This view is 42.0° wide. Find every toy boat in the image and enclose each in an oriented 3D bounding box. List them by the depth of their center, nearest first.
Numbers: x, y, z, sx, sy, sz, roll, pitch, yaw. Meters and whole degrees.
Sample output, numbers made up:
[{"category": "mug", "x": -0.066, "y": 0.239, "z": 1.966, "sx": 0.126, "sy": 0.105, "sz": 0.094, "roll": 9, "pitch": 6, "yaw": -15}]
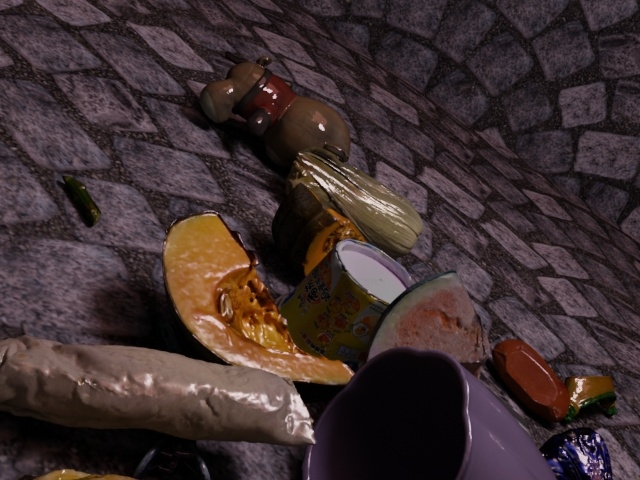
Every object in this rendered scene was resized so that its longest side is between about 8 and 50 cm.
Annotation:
[{"category": "toy boat", "x": 0.527, "y": 0.312, "z": 1.647, "sx": 0.229, "sy": 0.088, "sz": 0.088, "roll": 9, "pitch": 75, "yaw": -46}]

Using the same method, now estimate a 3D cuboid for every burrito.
[{"category": "burrito", "x": -0.192, "y": 0.160, "z": 0.896, "sx": 0.391, "sy": 0.076, "sz": 0.117, "roll": 12, "pitch": 18, "yaw": -18}]

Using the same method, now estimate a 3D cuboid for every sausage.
[{"category": "sausage", "x": 0.389, "y": 0.256, "z": 1.541, "sx": 0.179, "sy": 0.089, "sz": 0.089, "roll": 47, "pitch": 26, "yaw": 17}]

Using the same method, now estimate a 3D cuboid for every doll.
[{"category": "doll", "x": -0.084, "y": -0.257, "z": 1.728, "sx": 0.329, "sy": 0.174, "sz": 0.235, "roll": 34, "pitch": 1, "yaw": -12}]

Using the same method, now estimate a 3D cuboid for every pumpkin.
[{"category": "pumpkin", "x": -0.117, "y": 0.130, "z": 1.071, "sx": 0.312, "sy": 0.148, "sz": 0.169, "roll": 47, "pitch": 43, "yaw": 9}, {"category": "pumpkin", "x": 0.000, "y": 0.004, "z": 1.461, "sx": 0.131, "sy": 0.126, "sz": 0.248, "roll": 43, "pitch": 5, "yaw": 33}]

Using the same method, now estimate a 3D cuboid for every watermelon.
[{"category": "watermelon", "x": 0.137, "y": 0.194, "z": 1.188, "sx": 0.175, "sy": 0.322, "sz": 0.188, "roll": 6, "pitch": 2, "yaw": -2}]

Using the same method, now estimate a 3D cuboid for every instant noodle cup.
[{"category": "instant noodle cup", "x": 0.052, "y": 0.101, "z": 1.300, "sx": 0.205, "sy": 0.153, "sz": 0.205, "roll": 30, "pitch": 24, "yaw": -15}]

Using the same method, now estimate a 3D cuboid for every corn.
[{"category": "corn", "x": 0.063, "y": -0.072, "z": 1.653, "sx": 0.305, "sy": 0.123, "sz": 0.122, "roll": 28, "pitch": 28, "yaw": -16}]

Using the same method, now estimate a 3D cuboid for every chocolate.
[{"category": "chocolate", "x": 0.429, "y": 0.448, "z": 1.233, "sx": 0.148, "sy": 0.126, "sz": 0.343, "roll": -13, "pitch": 43, "yaw": -7}]

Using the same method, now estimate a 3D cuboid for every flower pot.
[{"category": "flower pot", "x": 0.144, "y": 0.297, "z": 0.984, "sx": 0.243, "sy": 0.265, "sz": 0.265, "roll": 39, "pitch": 21, "yaw": -27}]

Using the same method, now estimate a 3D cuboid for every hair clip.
[{"category": "hair clip", "x": -0.172, "y": 0.189, "z": 0.994, "sx": 0.083, "sy": 0.048, "sz": 0.275, "roll": 17, "pitch": 25, "yaw": -16}]

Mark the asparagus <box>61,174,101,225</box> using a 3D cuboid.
[{"category": "asparagus", "x": -0.349, "y": -0.062, "z": 1.219, "sx": 0.021, "sy": 0.025, "sz": 0.108, "roll": -9, "pitch": 50, "yaw": -45}]

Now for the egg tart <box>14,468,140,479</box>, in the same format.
[{"category": "egg tart", "x": -0.189, "y": 0.282, "z": 0.730, "sx": 0.241, "sy": 0.106, "sz": 0.241, "roll": 28, "pitch": 22, "yaw": -12}]

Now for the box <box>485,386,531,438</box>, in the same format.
[{"category": "box", "x": 0.274, "y": 0.295, "z": 1.334, "sx": 0.122, "sy": 0.084, "sz": 0.069, "roll": 41, "pitch": 15, "yaw": 10}]
